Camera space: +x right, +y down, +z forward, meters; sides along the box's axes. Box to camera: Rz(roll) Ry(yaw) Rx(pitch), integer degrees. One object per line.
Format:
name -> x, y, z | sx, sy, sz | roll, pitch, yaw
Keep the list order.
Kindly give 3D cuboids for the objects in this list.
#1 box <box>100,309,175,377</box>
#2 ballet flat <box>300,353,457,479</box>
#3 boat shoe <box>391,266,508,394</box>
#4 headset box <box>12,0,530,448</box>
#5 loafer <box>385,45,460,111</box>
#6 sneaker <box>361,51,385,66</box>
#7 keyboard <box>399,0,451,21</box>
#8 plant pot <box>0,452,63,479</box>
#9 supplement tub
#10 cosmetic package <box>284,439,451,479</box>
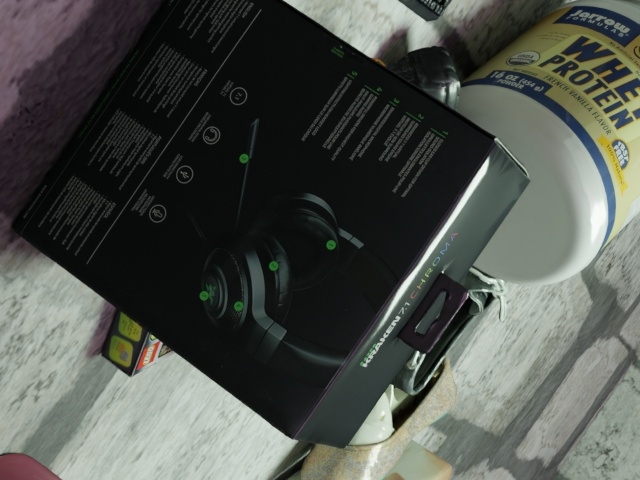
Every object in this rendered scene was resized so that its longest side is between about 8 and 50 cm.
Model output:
box -> -0.108, 0.009, 1.460 | 0.114, 0.036, 0.207 | -27, 146, -54
ballet flat -> 0.070, 0.211, 2.148 | 0.316, 0.107, 0.106 | -38, 134, -53
boat shoe -> 0.172, 0.047, 2.058 | 0.306, 0.105, 0.113 | -48, 146, -14
headset box -> -0.025, -0.022, 1.234 | 0.246, 0.283, 0.131 | -57, 160, 1
loafer -> 0.086, -0.104, 1.694 | 0.078, 0.076, 0.223 | -11, 147, -8
sneaker -> 0.034, -0.123, 1.507 | 0.215, 0.084, 0.083 | -3, 118, -62
keyboard -> 0.105, -0.256, 1.554 | 0.108, 0.023, 0.180 | -58, 161, 6
plant pot -> -0.236, 0.304, 1.423 | 0.201, 0.180, 0.201 | -47, 158, -25
supplement tub -> 0.269, -0.120, 1.850 | 0.316, 0.228, 0.228 | -40, 155, -38
cosmetic package -> 0.019, 0.361, 2.138 | 0.296, 0.129, 0.153 | -28, 139, -45
